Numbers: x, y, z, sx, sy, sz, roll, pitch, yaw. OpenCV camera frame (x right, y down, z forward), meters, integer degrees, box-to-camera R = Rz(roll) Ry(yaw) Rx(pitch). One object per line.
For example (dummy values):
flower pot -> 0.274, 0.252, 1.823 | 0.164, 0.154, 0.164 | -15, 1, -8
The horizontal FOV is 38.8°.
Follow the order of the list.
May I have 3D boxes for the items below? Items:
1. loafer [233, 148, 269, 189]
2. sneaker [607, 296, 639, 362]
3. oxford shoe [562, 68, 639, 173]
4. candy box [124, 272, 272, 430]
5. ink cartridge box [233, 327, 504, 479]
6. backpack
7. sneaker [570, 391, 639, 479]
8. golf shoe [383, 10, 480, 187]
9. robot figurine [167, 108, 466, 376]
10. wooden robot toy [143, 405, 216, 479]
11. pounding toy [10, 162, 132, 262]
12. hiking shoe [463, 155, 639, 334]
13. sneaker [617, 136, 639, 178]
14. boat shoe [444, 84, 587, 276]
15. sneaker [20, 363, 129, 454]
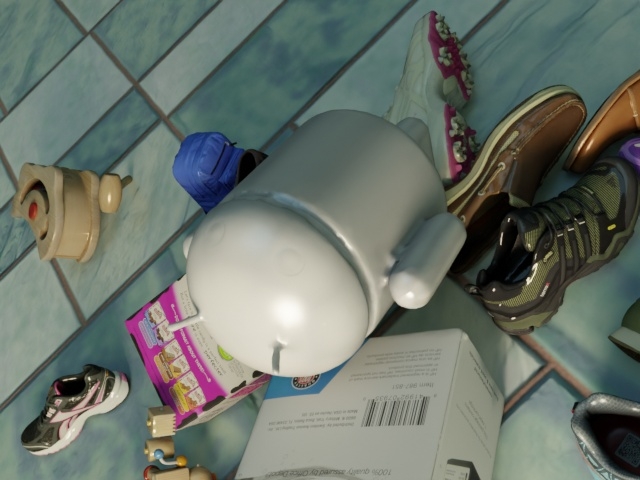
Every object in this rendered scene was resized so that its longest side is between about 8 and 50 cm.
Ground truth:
loafer -> -0.103, 0.014, 1.228 | 0.109, 0.095, 0.303 | -11, 54, 31
sneaker -> 0.361, 0.096, 0.830 | 0.192, 0.064, 0.086 | 29, 84, 49
oxford shoe -> 0.359, -0.147, 1.020 | 0.076, 0.076, 0.212 | 44, 103, 8
candy box -> -0.114, 0.107, 1.107 | 0.233, 0.071, 0.159 | -36, 74, 28
ink cartridge box -> 0.036, 0.252, 0.879 | 0.223, 0.129, 0.307 | -10, 42, 31
backpack -> -0.149, -0.106, 1.337 | 0.101, 0.120, 0.098 | -4, 56, 36
sneaker -> 0.313, 0.204, 0.742 | 0.262, 0.125, 0.104 | 20, 73, 45
golf shoe -> 0.126, -0.176, 1.188 | 0.140, 0.115, 0.306 | -21, 47, 29
robot figurine -> 0.000, 0.000, 0.941 | 0.300, 0.200, 0.353 | 7, 39, 36
wooden robot toy -> -0.168, 0.283, 1.097 | 0.076, 0.079, 0.173 | 170, 95, -65
pounding toy -> -0.402, -0.043, 1.524 | 0.269, 0.154, 0.154 | 11, 94, 52
hiking shoe -> 0.249, -0.007, 0.955 | 0.227, 0.114, 0.086 | -52, 45, -2
sneaker -> 0.389, -0.088, 0.946 | 0.170, 0.071, 0.068 | 16, 69, 45
boat shoe -> 0.219, -0.059, 1.044 | 0.257, 0.095, 0.095 | -49, 41, 14
sneaker -> -0.360, 0.227, 1.280 | 0.178, 0.077, 0.072 | -39, 42, 8
